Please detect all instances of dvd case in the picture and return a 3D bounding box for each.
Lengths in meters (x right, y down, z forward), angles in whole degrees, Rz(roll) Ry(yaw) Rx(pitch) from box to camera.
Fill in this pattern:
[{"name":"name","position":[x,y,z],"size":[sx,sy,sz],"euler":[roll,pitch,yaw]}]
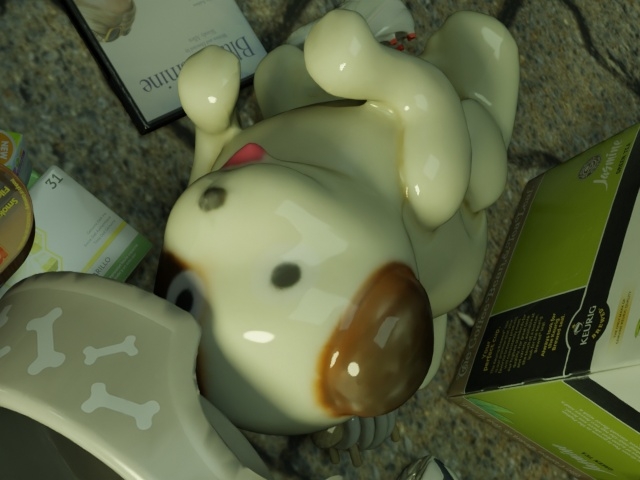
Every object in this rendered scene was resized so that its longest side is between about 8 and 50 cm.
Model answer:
[{"name":"dvd case","position":[-0.184,-0.259,0.876],"size":[0.180,0.022,0.253],"euler":[-32,91,-30]}]

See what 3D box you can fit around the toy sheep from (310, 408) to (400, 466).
[{"name":"toy sheep","position":[0.040,0.177,0.829],"size":[0.132,0.091,0.091],"euler":[-22,86,-44]}]

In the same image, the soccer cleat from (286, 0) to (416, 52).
[{"name":"soccer cleat","position":[0.031,-0.255,0.960],"size":[0.196,0.068,0.076],"euler":[-19,80,-36]}]

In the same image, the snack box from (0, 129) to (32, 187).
[{"name":"snack box","position":[-0.366,-0.022,0.658],"size":[0.207,0.070,0.175],"euler":[11,65,-7]}]

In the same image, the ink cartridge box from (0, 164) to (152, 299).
[{"name":"ink cartridge box","position":[-0.299,-0.003,0.731],"size":[0.235,0.056,0.171],"euler":[41,63,-13]}]

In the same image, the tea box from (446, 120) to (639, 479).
[{"name":"tea box","position":[0.354,0.064,0.874],"size":[0.220,0.323,0.329],"euler":[33,65,-14]}]

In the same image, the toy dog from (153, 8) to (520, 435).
[{"name":"toy dog","position":[0.000,0.000,0.702],"size":[0.408,0.284,0.396],"euler":[-45,135,-60]}]

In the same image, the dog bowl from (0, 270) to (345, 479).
[{"name":"dog bowl","position":[-0.145,0.193,0.589],"size":[0.349,0.348,0.102],"euler":[49,44,-6]}]

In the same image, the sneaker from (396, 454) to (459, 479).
[{"name":"sneaker","position":[0.109,0.354,0.803],"size":[0.153,0.094,0.235],"euler":[38,52,-3]}]

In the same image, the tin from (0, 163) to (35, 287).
[{"name":"tin","position":[-0.295,0.020,0.598],"size":[0.106,0.040,0.190],"euler":[34,66,7]}]
